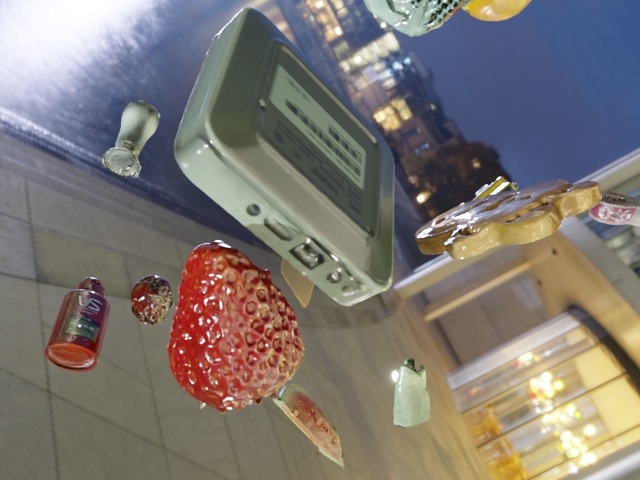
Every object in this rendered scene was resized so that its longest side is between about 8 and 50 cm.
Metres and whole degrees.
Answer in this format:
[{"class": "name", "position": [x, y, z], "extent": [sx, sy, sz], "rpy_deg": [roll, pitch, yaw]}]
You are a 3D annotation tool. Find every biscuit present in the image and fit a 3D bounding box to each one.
[{"class": "biscuit", "position": [0.308, -0.044, 1.282], "extent": [0.355, 0.275, 0.052], "rpy_deg": [-3, -68, 65]}]

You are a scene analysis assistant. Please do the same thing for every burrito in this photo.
[{"class": "burrito", "position": [0.149, 0.247, 1.198], "extent": [0.074, 0.044, 0.118], "rpy_deg": [-11, 102, -41]}]

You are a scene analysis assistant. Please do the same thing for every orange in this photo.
[{"class": "orange", "position": [0.433, -0.655, 1.807], "extent": [0.219, 0.219, 0.193], "rpy_deg": [59, 2, -12]}]

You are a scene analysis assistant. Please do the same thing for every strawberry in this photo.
[{"class": "strawberry", "position": [-0.125, 0.108, 1.032], "extent": [0.205, 0.205, 0.244], "rpy_deg": [-108, -171, -58]}]

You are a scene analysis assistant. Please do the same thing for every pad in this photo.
[{"class": "pad", "position": [0.000, -0.001, 1.932], "extent": [0.375, 0.063, 0.315], "rpy_deg": [65, 39, -68]}]

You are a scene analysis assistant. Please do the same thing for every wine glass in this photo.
[{"class": "wine glass", "position": [-0.341, -0.184, 1.330], "extent": [0.072, 0.072, 0.155], "rpy_deg": [56, 25, -35]}]

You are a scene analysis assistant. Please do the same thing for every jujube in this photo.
[{"class": "jujube", "position": [-0.409, 0.146, 1.750], "extent": [0.104, 0.104, 0.166], "rpy_deg": [64, -34, 26]}]

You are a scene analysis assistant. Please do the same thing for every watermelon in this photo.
[{"class": "watermelon", "position": [-0.022, 0.357, 1.442], "extent": [0.245, 0.063, 0.119], "rpy_deg": [56, -6, -31]}]

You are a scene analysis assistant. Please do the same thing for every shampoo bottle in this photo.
[{"class": "shampoo bottle", "position": [-0.572, 0.193, 1.758], "extent": [0.118, 0.076, 0.314], "rpy_deg": [16, 23, -15]}]

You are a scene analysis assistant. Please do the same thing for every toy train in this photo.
[{"class": "toy train", "position": [0.395, -0.069, 1.735], "extent": [0.089, 0.219, 0.127], "rpy_deg": [52, -6, -5]}]

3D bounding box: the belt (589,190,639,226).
[{"class": "belt", "position": [0.632, -0.049, 1.393], "extent": [0.071, 0.232, 0.053], "rpy_deg": [-69, 169, -58]}]

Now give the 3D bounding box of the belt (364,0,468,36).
[{"class": "belt", "position": [0.151, -0.416, 1.007], "extent": [0.150, 0.257, 0.207], "rpy_deg": [-36, 89, -40]}]

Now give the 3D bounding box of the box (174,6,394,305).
[{"class": "box", "position": [-0.031, -0.137, 1.161], "extent": [0.396, 0.111, 0.397], "rpy_deg": [40, 34, -28]}]
